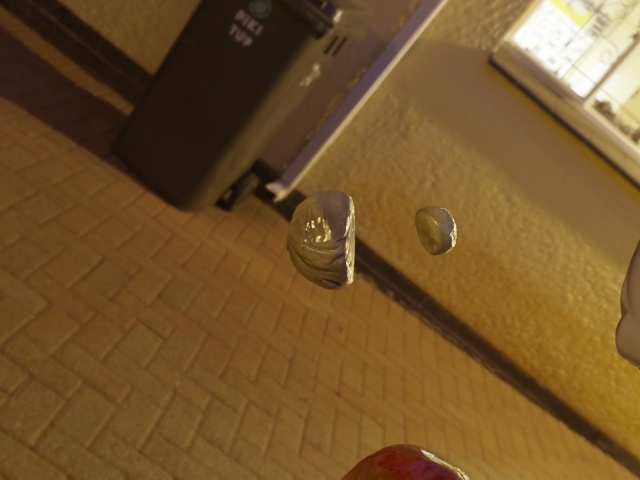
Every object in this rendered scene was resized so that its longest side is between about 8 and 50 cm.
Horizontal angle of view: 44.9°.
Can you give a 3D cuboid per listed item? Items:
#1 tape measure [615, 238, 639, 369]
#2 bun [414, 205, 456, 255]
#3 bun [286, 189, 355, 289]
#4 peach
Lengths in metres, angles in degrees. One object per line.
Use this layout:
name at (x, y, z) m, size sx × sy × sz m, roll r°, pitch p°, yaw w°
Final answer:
tape measure at (0.356, 0.038, 0.678) m, size 0.179 × 0.196 × 0.105 m, roll 2°, pitch 15°, yaw -29°
bun at (0.194, -0.019, 1.270) m, size 0.055 × 0.086 × 0.086 m, roll -18°, pitch 44°, yaw -17°
bun at (0.000, 0.000, 1.302) m, size 0.114 × 0.166 × 0.173 m, roll 0°, pitch 11°, yaw 7°
peach at (0.095, 0.381, 0.962) m, size 0.214 × 0.235 × 0.214 m, roll 39°, pitch -24°, yaw 22°
